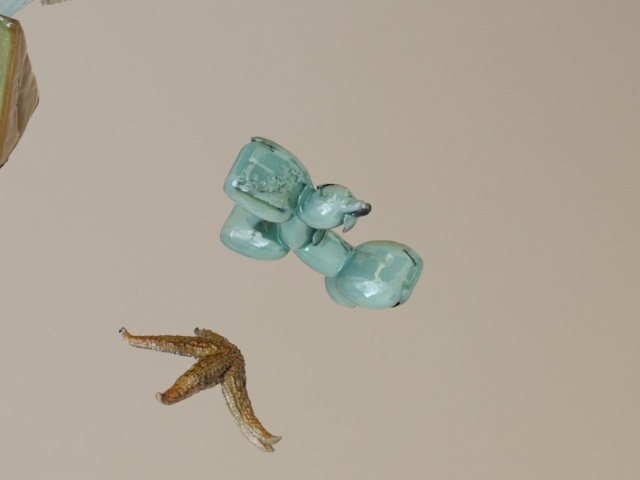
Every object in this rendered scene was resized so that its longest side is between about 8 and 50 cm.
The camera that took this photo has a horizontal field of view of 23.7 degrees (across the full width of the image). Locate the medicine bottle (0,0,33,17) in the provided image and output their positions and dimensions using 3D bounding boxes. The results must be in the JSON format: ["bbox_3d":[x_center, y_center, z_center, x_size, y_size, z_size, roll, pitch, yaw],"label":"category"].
[{"bbox_3d":[-0.395,-0.409,1.663,0.245,0.290,0.245,-39,-157,20],"label":"medicine bottle"}]

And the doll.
[{"bbox_3d":[0.000,0.000,1.152,0.059,0.158,0.159,-61,167,-26],"label":"doll"}]

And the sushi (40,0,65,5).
[{"bbox_3d":[-0.076,-0.278,0.976,0.292,0.059,0.294,-86,-161,-81],"label":"sushi"}]

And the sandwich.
[{"bbox_3d":[-0.283,-0.158,1.292,0.113,0.079,0.163,-74,180,-50],"label":"sandwich"}]

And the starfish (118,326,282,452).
[{"bbox_3d":[-0.080,0.085,1.097,0.041,0.133,0.130,-49,-159,19],"label":"starfish"}]
